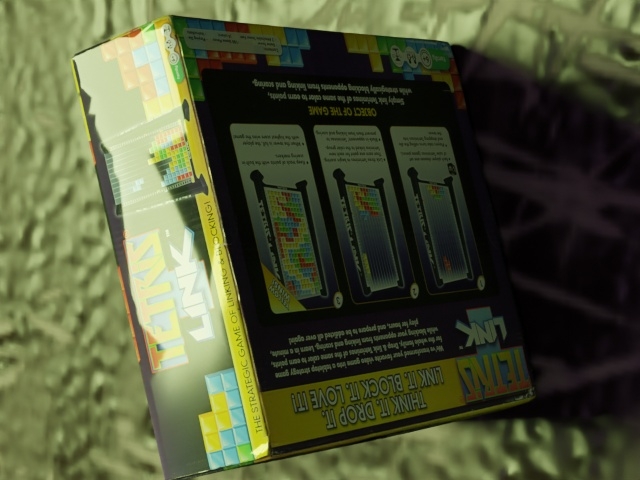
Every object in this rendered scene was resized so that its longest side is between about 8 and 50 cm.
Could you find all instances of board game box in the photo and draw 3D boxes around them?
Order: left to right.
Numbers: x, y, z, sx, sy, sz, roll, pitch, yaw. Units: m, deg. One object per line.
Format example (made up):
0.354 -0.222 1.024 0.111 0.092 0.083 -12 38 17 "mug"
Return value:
0.000 0.000 0.649 0.048 0.170 0.141 -16 82 34 "board game box"
